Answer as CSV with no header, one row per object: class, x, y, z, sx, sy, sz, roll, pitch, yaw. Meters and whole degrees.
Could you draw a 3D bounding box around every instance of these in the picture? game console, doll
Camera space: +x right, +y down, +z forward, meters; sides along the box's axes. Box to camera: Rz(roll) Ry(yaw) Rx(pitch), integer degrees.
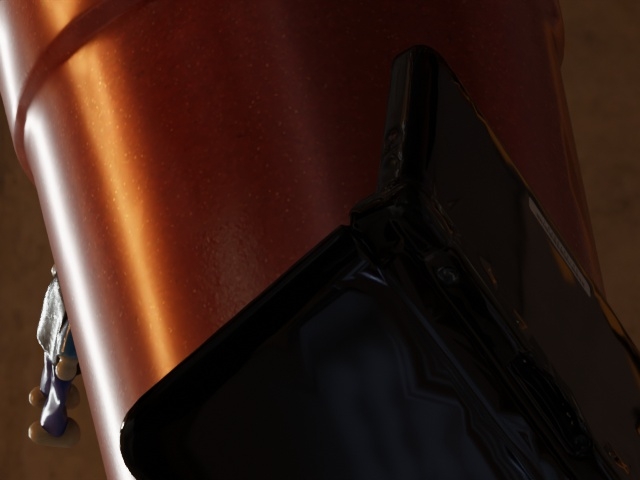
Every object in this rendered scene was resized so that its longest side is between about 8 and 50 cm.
game console,0.024,0.038,0.388,0.071,0.122,0.107,-25,-152,21
doll,-0.189,0.064,1.300,0.046,0.189,0.129,5,-138,-14

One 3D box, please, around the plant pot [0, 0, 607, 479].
plant pot,0.000,0.000,0.726,0.272,0.272,0.265,-4,-119,-14
